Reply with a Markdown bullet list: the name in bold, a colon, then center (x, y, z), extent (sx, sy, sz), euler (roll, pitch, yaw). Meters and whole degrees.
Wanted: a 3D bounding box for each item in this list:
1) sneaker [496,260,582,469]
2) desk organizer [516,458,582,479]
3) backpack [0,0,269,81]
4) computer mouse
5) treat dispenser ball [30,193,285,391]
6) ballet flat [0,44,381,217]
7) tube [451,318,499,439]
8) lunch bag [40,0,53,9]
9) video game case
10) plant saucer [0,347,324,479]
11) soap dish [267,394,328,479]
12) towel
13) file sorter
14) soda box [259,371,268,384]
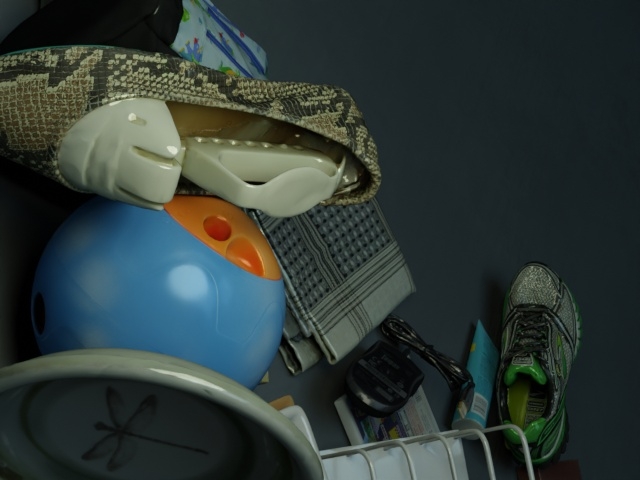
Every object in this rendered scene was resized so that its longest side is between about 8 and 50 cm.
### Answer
- **sneaker**: center (0.355, 0.190, 2.195), extent (0.146, 0.134, 0.343), euler (56, 34, -61)
- **desk organizer**: center (0.385, 0.398, 2.257), extent (0.130, 0.047, 0.050), euler (6, 69, -48)
- **backpack**: center (-0.192, -0.172, 1.637), extent (0.355, 0.290, 0.273), euler (44, 32, -36)
- **computer mouse**: center (0.126, 0.218, 1.957), extent (0.184, 0.060, 0.262), euler (36, 26, 3)
- **treat dispenser ball**: center (-0.183, 0.074, 1.537), extent (0.288, 0.288, 0.288), euler (20, 61, -43)
- **ballet flat**: center (-0.129, -0.101, 1.426), extent (0.483, 0.164, 0.182), euler (3, 40, -36)
- **tube**: center (0.256, 0.227, 2.174), extent (0.080, 0.052, 0.207), euler (61, 33, -33)
- **lunch bag**: center (-0.240, -0.432, 1.699), extent (0.169, 0.235, 0.286), euler (11, 68, -48)
- **video game case**: center (0.113, 0.293, 2.002), extent (0.183, 0.023, 0.201), euler (-29, 99, -50)
- **plant saucer**: center (-0.193, 0.215, 1.402), extent (0.400, 0.401, 0.100), euler (40, 38, -33)
- **soap dish**: center (-0.084, 0.364, 1.676), extent (0.229, 0.118, 0.290), euler (-18, 90, -50)
- **towel**: center (0.000, 0.000, 1.956), extent (0.324, 0.056, 0.312), euler (-34, 102, -48)
- **file sorter**: center (0.139, 0.361, 1.838), extent (0.278, 0.173, 0.192), euler (-3, 78, -33)
- **soda box**: center (-0.115, 0.104, 1.784), extent (0.061, 0.058, 0.181), euler (11, 67, -47)
